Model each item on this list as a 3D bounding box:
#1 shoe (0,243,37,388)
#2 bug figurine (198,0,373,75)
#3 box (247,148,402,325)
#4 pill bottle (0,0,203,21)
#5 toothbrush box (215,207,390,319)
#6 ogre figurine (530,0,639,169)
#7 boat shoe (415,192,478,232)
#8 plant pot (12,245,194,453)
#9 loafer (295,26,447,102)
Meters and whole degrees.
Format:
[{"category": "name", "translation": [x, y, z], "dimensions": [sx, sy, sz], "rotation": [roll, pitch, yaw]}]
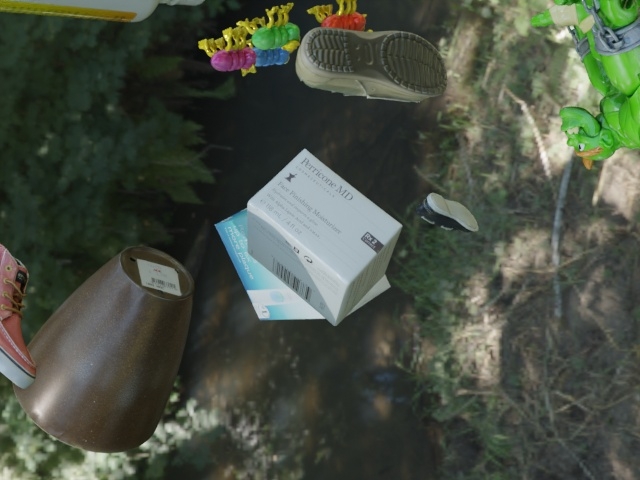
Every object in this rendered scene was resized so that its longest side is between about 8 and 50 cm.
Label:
[{"category": "shoe", "translation": [-0.332, 0.064, 0.895], "dimensions": [0.178, 0.081, 0.063], "rotation": [47, 167, 15]}, {"category": "bug figurine", "translation": [-0.063, -0.319, 1.384], "dimensions": [0.279, 0.216, 0.072], "rotation": [-8, 97, 49]}, {"category": "box", "translation": [0.000, 0.000, 1.219], "dimensions": [0.181, 0.119, 0.182], "rotation": [39, 158, 12]}, {"category": "pill bottle", "translation": [-0.187, -0.221, 0.621], "dimensions": [0.117, 0.215, 0.117], "rotation": [8, 100, 60]}, {"category": "toothbrush box", "translation": [-0.039, 0.026, 1.590], "dimensions": [0.295, 0.126, 0.216], "rotation": [-8, 109, 55]}, {"category": "ogre figurine", "translation": [0.198, -0.114, 0.563], "dimensions": [0.197, 0.097, 0.118], "rotation": [-174, 61, -85]}, {"category": "boat shoe", "translation": [0.196, -0.035, 1.327], "dimensions": [0.038, 0.125, 0.046], "rotation": [-38, 53, 30]}, {"category": "plant pot", "translation": [-0.267, 0.128, 1.163], "dimensions": [0.230, 0.215, 0.215], "rotation": [-56, 42, 24]}, {"category": "loafer", "translation": [0.077, -0.272, 1.344], "dimensions": [0.092, 0.269, 0.102], "rotation": [-15, 71, 60]}]
